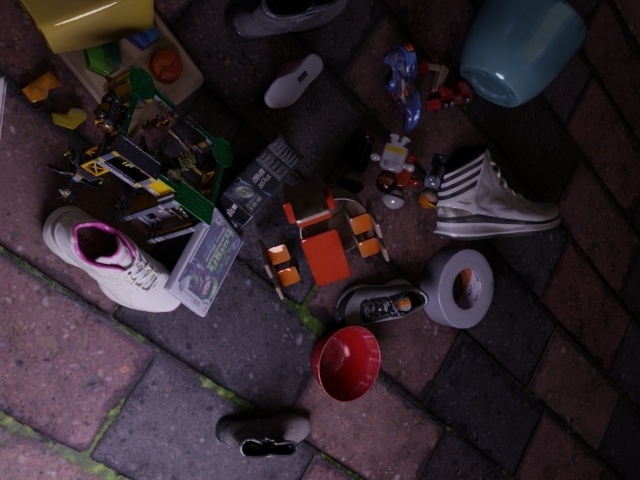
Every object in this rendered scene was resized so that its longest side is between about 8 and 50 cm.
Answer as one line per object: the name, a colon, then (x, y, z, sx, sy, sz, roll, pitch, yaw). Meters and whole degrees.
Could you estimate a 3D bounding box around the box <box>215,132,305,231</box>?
box: (-0.133, -0.119, 1.364, 0.077, 0.147, 0.180, 42, 70, -7)

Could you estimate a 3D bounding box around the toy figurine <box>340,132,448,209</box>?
toy figurine: (0.178, -0.156, 1.550, 0.213, 0.210, 0.148, 20, 87, -33)

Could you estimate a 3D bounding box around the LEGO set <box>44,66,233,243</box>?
LEGO set: (-0.339, -0.145, 1.226, 0.331, 0.192, 0.254, 32, 52, -49)

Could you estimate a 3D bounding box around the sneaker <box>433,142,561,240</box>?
sneaker: (0.508, -0.143, 1.801, 0.448, 0.169, 0.257, -5, 98, -32)

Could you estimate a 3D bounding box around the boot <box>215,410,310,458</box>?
boot: (-0.096, 0.440, 1.427, 0.247, 0.161, 0.083, 8, 89, -35)

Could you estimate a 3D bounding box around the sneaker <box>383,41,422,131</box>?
sneaker: (0.204, -0.383, 1.639, 0.087, 0.083, 0.221, -9, 112, 3)

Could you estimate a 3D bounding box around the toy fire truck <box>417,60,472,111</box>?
toy fire truck: (0.319, -0.416, 1.727, 0.192, 0.047, 0.135, -20, 103, -33)

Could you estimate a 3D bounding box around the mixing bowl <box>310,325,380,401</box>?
mixing bowl: (0.044, 0.286, 1.552, 0.182, 0.098, 0.181, -2, 93, -34)

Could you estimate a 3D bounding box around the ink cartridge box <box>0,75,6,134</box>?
ink cartridge box: (-0.640, -0.210, 1.051, 0.218, 0.092, 0.158, 7, 89, -33)

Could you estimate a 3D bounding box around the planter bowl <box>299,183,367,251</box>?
planter bowl: (0.022, -0.061, 1.489, 0.162, 0.109, 0.162, -8, 131, -9)

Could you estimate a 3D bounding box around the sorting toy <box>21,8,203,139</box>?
sorting toy: (-0.392, -0.315, 1.245, 0.307, 0.041, 0.229, -46, 117, -23)

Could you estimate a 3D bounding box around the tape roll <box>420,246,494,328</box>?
tape roll: (0.379, 0.130, 1.790, 0.219, 0.072, 0.219, -3, 96, -35)

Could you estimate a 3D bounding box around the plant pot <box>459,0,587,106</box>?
plant pot: (0.510, -0.499, 1.720, 0.293, 0.293, 0.235, 34, 87, -31)

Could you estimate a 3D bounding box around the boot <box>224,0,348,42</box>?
boot: (-0.018, -0.508, 1.380, 0.338, 0.223, 0.118, -34, 111, -28)

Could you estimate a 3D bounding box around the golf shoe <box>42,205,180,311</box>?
golf shoe: (-0.375, 0.052, 1.225, 0.306, 0.140, 0.115, 39, 71, -32)

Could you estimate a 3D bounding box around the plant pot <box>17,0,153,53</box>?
plant pot: (-0.425, -0.443, 1.107, 0.187, 0.212, 0.212, -34, 98, -12)

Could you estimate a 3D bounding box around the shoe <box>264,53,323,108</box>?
shoe: (-0.074, -0.347, 1.437, 0.178, 0.081, 0.063, -48, 117, -26)

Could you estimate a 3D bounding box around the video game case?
video game case: (-0.233, 0.046, 1.329, 0.190, 0.022, 0.173, -65, 159, -17)

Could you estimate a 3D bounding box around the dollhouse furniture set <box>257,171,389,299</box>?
dollhouse furniture set: (0.000, 0.000, 1.370, 0.262, 0.135, 0.259, -20, 132, 1)

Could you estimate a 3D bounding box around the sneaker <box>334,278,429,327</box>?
sneaker: (0.153, 0.156, 1.615, 0.272, 0.108, 0.100, -13, 102, -32)
